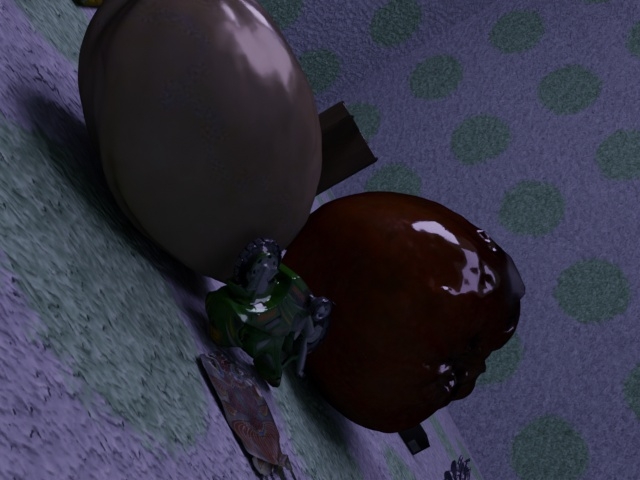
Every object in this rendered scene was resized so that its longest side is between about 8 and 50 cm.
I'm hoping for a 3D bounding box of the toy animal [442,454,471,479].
[{"bbox_3d":[0.148,0.372,0.971,0.062,0.108,0.220,56,41,-66],"label":"toy animal"}]

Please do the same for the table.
[{"bbox_3d":[-0.025,-0.141,1.424,0.167,0.227,0.167,59,7,-11],"label":"table"}]

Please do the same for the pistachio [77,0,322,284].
[{"bbox_3d":[-0.099,-0.088,0.726,0.331,0.208,0.226,76,35,-53],"label":"pistachio"}]

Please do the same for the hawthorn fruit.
[{"bbox_3d":[0.092,0.080,1.051,0.308,0.308,0.324,56,-1,-33],"label":"hawthorn fruit"}]

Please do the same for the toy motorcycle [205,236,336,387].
[{"bbox_3d":[-0.050,0.074,0.764,0.074,0.106,0.190,35,-14,35],"label":"toy motorcycle"}]

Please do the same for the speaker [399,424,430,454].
[{"bbox_3d":[0.143,0.316,1.505,0.191,0.040,0.046,59,8,-15],"label":"speaker"}]

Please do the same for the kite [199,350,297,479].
[{"bbox_3d":[-0.038,0.194,0.693,0.229,0.016,0.127,61,9,16],"label":"kite"}]

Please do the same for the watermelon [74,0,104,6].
[{"bbox_3d":[-0.285,-0.357,1.029,0.092,0.075,0.181,62,4,-14],"label":"watermelon"}]
